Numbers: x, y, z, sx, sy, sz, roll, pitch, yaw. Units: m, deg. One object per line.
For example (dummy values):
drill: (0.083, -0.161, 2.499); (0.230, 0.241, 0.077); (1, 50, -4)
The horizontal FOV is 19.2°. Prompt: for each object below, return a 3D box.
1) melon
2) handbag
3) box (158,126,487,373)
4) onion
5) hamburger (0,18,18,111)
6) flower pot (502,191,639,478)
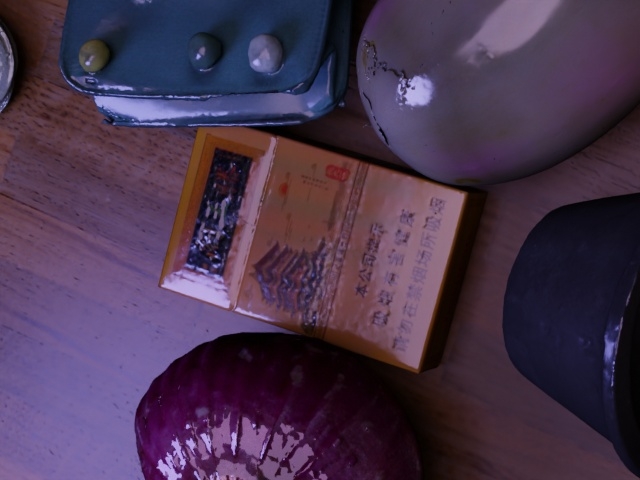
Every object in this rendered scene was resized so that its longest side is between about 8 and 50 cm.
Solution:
melon: (0.172, -0.177, 1.612); (0.317, 0.223, 0.223); (-34, 81, 18)
handbag: (-0.104, -0.245, 1.741); (0.268, 0.100, 0.274); (2, 76, 21)
box: (0.000, 0.000, 1.762); (0.274, 0.076, 0.174); (18, 97, 19)
onion: (-0.035, 0.198, 1.698); (0.256, 0.272, 0.230); (-6, 99, -12)
hamburger: (-0.366, -0.178, 1.899); (0.140, 0.062, 0.133); (-28, 86, 17)
flower pot: (0.262, 0.063, 1.599); (0.166, 0.269, 0.269); (11, 97, 41)
